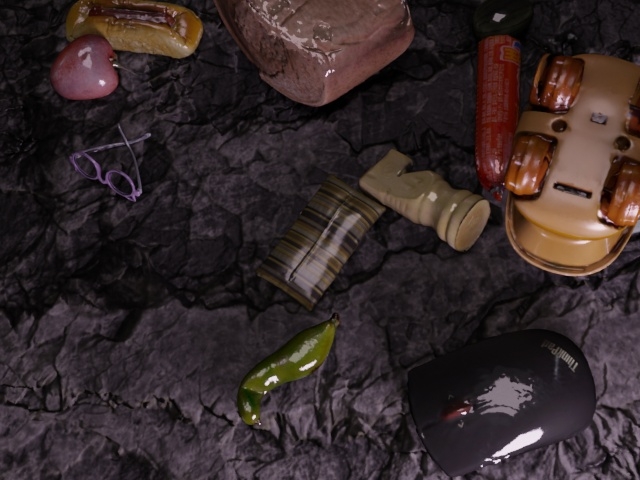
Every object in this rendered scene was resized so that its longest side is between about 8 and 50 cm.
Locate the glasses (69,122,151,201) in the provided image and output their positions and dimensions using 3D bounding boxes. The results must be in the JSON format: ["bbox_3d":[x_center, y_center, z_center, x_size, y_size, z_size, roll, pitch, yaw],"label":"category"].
[{"bbox_3d":[-0.328,-0.136,1.806,0.140,0.062,0.104,25,52,15],"label":"glasses"}]

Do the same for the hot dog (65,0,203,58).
[{"bbox_3d":[-0.321,-0.369,1.868,0.242,0.073,0.084,9,66,10],"label":"hot dog"}]

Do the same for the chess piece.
[{"bbox_3d":[0.156,-0.068,1.700,0.200,0.090,0.090,32,76,28],"label":"chess piece"}]

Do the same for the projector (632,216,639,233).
[{"bbox_3d":[0.415,-0.061,1.668,0.147,0.061,0.115,-10,70,3],"label":"projector"}]

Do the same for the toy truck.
[{"bbox_3d":[0.371,-0.111,1.550,0.204,0.211,0.288,18,76,13],"label":"toy truck"}]

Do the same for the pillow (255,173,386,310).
[{"bbox_3d":[0.000,0.000,1.708,0.113,0.038,0.203,32,77,17],"label":"pillow"}]

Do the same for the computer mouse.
[{"bbox_3d":[0.261,0.220,1.562,0.269,0.100,0.170,-20,66,-1],"label":"computer mouse"}]

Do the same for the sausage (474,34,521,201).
[{"bbox_3d":[0.277,-0.188,1.726,0.074,0.074,0.274,3,69,8],"label":"sausage"}]

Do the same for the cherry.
[{"bbox_3d":[-0.388,-0.282,1.834,0.126,0.087,0.106,-38,78,-4],"label":"cherry"}]

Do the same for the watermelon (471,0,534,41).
[{"bbox_3d":[0.297,-0.360,1.788,0.110,0.078,0.078,-31,69,-6],"label":"watermelon"}]

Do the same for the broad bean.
[{"bbox_3d":[-0.046,0.184,1.639,0.070,0.048,0.213,41,80,19],"label":"broad bean"}]

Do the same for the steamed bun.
[{"bbox_3d":[-0.019,-0.356,1.770,0.251,0.199,0.301,-37,77,-26],"label":"steamed bun"}]
